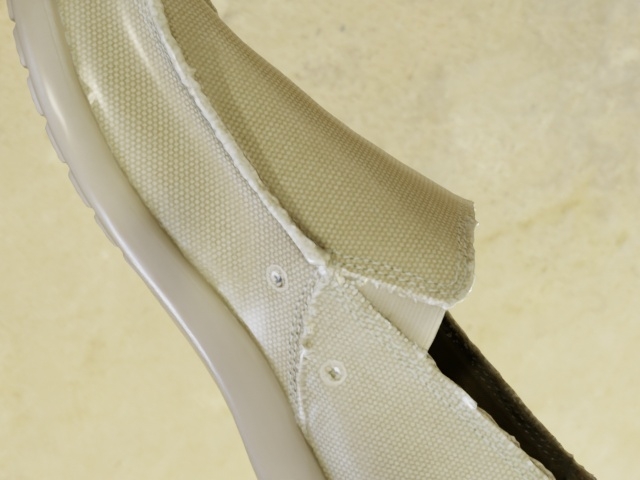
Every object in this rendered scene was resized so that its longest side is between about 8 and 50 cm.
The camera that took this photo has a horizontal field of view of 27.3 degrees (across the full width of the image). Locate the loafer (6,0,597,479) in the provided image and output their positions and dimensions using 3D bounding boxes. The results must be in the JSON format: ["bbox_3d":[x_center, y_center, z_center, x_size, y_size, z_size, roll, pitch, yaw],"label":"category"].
[{"bbox_3d":[0.000,0.000,0.396,0.092,0.102,0.268,-28,97,9],"label":"loafer"}]
